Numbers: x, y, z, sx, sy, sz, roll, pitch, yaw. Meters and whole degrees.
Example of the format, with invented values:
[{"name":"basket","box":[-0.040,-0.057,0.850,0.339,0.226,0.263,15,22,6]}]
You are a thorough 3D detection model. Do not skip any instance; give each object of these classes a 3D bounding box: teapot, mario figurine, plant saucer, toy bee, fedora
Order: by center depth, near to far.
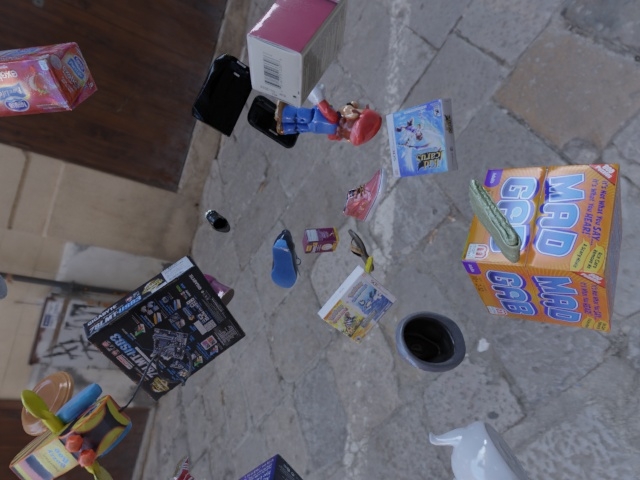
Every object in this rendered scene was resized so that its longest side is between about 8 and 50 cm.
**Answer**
[{"name":"toy bee","box":[-0.353,0.276,0.632,0.298,0.195,0.162,-56,7,7]},{"name":"teapot","box":[0.484,0.688,1.282,0.187,0.252,0.256,-41,34,12]},{"name":"mario figurine","box":[0.030,-0.390,1.332,0.198,0.321,0.170,-79,-4,-75]},{"name":"plant saucer","box":[-0.878,0.513,1.374,0.200,0.037,0.199,-17,48,20]},{"name":"fedora","box":[0.404,0.404,1.665,0.124,0.276,0.243,114,150,-52]}]

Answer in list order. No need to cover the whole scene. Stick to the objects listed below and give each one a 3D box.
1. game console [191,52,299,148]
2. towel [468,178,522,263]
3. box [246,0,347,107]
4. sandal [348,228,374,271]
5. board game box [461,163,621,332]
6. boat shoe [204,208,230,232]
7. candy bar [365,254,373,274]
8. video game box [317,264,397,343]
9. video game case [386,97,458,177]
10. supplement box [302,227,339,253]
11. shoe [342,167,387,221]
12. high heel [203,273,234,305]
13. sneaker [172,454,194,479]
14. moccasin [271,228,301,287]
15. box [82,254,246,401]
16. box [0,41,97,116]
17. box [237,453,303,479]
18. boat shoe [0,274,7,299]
[{"name":"game console","box":[-0.208,-0.397,1.354,0.044,0.361,0.213,25,89,50]},{"name":"towel","box":[0.306,-0.033,0.764,0.027,0.110,0.148,-30,62,10]},{"name":"box","box":[-0.047,-0.439,0.950,0.148,0.127,0.232,97,-161,-62]},{"name":"sandal","box":[0.174,0.050,1.964,0.219,0.060,0.090,65,173,2]},{"name":"board game box","box":[0.698,0.021,1.332,0.357,0.356,0.356,4,59,38]},{"name":"boat shoe","box":[-0.296,-0.048,1.266,0.049,0.133,0.042,-43,71,-7]},{"name":"candy bar","box":[0.191,0.133,1.743,0.040,0.018,0.161,-31,40,57]},{"name":"video game box","box":[0.124,0.210,1.394,0.205,0.187,0.048,-50,28,1]},{"name":"video game case","box":[0.363,-0.361,1.567,0.270,0.061,0.244,3,105,57]},{"name":"supplement box","box":[0.000,0.000,1.106,0.055,0.083,0.043,107,154,-54]},{"name":"shoe","box":[0.115,-0.123,1.146,0.178,0.081,0.063,109,170,-47]},{"name":"high heel","box":[-0.478,0.254,1.481,0.181,0.377,0.127,20,125,22]},{"name":"sneaker","box":[-0.457,0.784,1.458,0.042,0.067,0.118,-41,6,2]},{"name":"moccasin","box":[-0.143,0.087,1.904,0.342,0.138,0.116,103,-179,-52]},{"name":"box","box":[-0.384,0.233,1.114,0.293,0.295,0.073,-35,39,-14]},{"name":"box","box":[-0.696,-0.379,1.022,0.128,0.257,0.122,-82,-14,-50]},{"name":"box","box":[-0.117,0.548,0.819,0.153,0.108,0.207,-38,9,9]},{"name":"boat shoe","box":[-0.336,0.028,0.387,0.035,0.100,0.035,-26,48,5]}]
